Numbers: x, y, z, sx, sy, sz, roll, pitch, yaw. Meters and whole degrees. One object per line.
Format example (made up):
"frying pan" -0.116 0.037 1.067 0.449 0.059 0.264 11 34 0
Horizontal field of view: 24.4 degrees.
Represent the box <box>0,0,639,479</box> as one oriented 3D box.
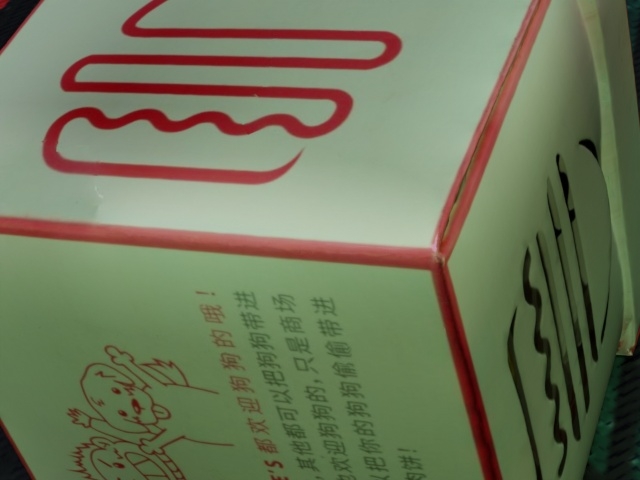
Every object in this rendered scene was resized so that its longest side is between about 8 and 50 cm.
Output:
"box" 0.000 0.000 0.833 0.312 0.314 0.300 4 45 23
